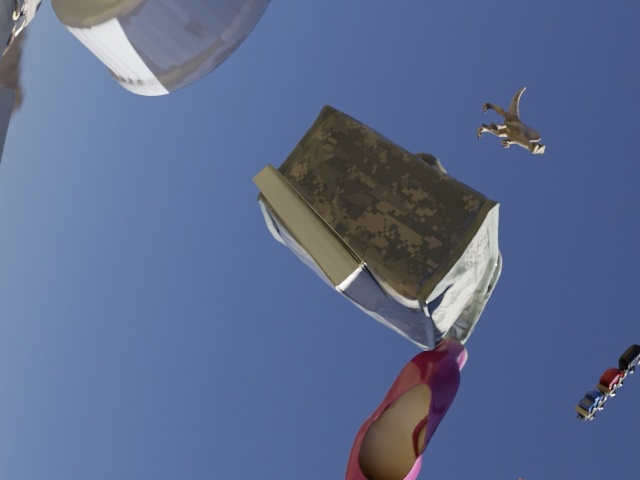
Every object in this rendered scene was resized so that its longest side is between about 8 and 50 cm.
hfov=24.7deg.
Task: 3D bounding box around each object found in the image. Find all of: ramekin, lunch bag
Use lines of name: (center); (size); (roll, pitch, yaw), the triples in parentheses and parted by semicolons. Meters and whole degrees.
ramekin: (-0.191, -0.324, 1.740); (0.277, 0.135, 0.277); (-21, -129, 29)
lunch bag: (0.080, 0.004, 1.710); (0.169, 0.235, 0.287); (-53, 162, -14)

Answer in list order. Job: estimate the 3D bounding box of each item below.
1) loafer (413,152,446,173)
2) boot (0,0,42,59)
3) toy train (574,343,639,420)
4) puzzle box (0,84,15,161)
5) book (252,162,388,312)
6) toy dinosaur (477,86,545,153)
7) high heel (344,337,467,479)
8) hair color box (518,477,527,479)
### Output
loafer: (0.155, -0.057, 1.938); (0.056, 0.148, 0.050); (-17, -154, 21)
boot: (-0.442, -0.243, 1.694); (0.377, 0.138, 0.284); (121, -5, -75)
toy train: (0.406, 0.197, 2.045); (0.158, 0.027, 0.036); (-41, 146, -32)
puzzle box: (-0.516, -0.062, 1.436); (0.052, 0.409, 0.272); (17, -86, 50)
book: (0.000, 0.000, 1.371); (0.035, 0.096, 0.144); (-42, -118, 1)
toy dinosaur: (0.284, -0.172, 2.188); (0.183, 0.092, 0.053); (-100, -156, -55)
high heel: (0.077, 0.215, 1.541); (0.244, 0.082, 0.117); (-55, 172, 24)
hair color box: (0.274, 0.408, 1.926); (0.167, 0.093, 0.053); (-65, -156, 6)
